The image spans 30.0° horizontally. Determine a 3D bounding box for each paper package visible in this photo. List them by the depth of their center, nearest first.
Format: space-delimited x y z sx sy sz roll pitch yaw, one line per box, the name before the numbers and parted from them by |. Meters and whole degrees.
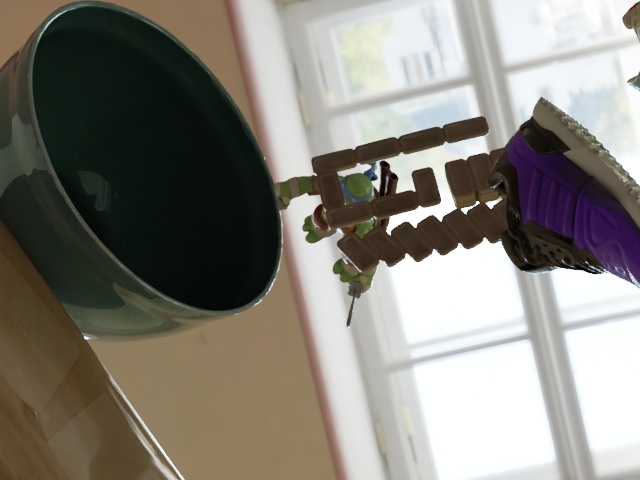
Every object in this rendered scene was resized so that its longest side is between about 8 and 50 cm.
paper package | -0.305 0.177 0.899 0.309 0.325 0.168 -30 -171 22

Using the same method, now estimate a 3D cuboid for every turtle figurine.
turtle figurine | 0.000 0.000 1.849 0.197 0.275 0.266 18 166 6

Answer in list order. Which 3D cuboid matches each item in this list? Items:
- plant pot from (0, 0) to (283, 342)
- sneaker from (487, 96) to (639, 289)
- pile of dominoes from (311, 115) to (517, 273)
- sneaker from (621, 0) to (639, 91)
plant pot | -0.201 -0.031 1.042 0.196 0.293 0.293 -29 175 28
sneaker | 0.264 -0.006 1.209 0.102 0.293 0.146 26 114 -42
pile of dominoes | 0.128 -0.049 1.503 0.251 0.196 0.040 -14 145 2
sneaker | 0.252 -0.176 0.861 0.075 0.161 0.057 19 -149 41
